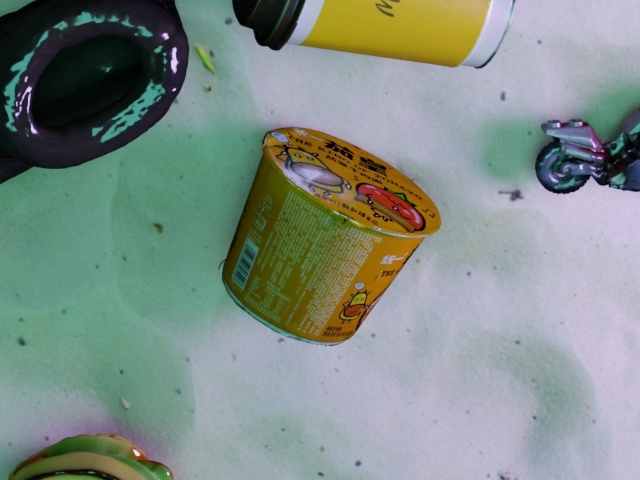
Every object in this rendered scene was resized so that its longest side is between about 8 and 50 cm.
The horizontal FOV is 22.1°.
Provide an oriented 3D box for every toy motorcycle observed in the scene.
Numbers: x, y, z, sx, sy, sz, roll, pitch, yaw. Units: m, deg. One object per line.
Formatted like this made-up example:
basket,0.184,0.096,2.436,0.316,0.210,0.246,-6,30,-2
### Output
toy motorcycle,0.347,-0.111,1.840,0.213,0.082,0.122,-4,108,-5

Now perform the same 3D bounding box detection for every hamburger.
hamburger,-0.262,0.325,1.891,0.237,0.149,0.237,1,109,4

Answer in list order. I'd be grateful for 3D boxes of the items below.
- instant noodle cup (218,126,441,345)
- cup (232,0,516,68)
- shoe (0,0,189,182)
instant noodle cup,0.000,0.000,1.790,0.216,0.216,0.172,23,113,-11
cup,0.055,-0.274,1.721,0.279,0.196,0.196,13,105,-16
shoe,-0.315,-0.144,1.696,0.384,0.237,0.171,-24,107,3
